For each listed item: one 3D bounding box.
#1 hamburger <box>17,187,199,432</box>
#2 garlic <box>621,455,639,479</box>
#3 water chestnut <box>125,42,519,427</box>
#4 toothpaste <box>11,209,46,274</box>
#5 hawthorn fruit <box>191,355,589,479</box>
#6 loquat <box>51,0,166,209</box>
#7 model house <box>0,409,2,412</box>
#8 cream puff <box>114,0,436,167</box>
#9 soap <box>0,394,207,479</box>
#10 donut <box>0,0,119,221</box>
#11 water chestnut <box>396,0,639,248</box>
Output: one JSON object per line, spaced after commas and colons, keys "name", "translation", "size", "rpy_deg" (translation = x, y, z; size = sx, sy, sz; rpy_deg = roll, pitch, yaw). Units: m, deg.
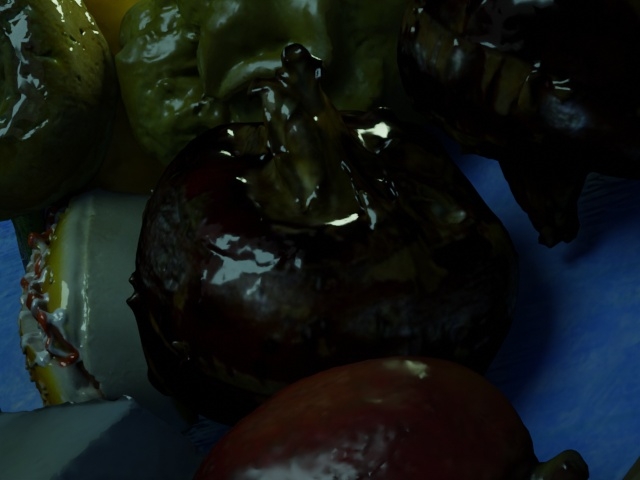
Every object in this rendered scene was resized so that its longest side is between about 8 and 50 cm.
{"name": "hamburger", "translation": [-0.197, 0.077, 1.884], "size": [0.151, 0.227, 0.295], "rpy_deg": [-12, 25, 1]}
{"name": "garlic", "translation": [0.248, 0.194, 1.347], "size": [0.318, 0.112, 0.143], "rpy_deg": [-65, 11, -21]}
{"name": "water chestnut", "translation": [0.000, 0.000, 1.645], "size": [0.335, 0.335, 0.347], "rpy_deg": [-123, 33, -57]}
{"name": "toothpaste", "translation": [-0.275, 0.043, 2.024], "size": [0.047, 0.248, 0.078], "rpy_deg": [-29, 30, -32]}
{"name": "hawthorn fruit", "translation": [0.054, 0.207, 1.427], "size": [0.307, 0.265, 0.265], "rpy_deg": [-32, 36, 25]}
{"name": "loquat", "translation": [-0.242, -0.162, 2.110], "size": [0.328, 0.328, 0.328], "rpy_deg": [-31, 37, 26]}
{"name": "model house", "translation": [-0.390, 0.273, 1.892], "size": [0.339, 0.297, 0.360], "rpy_deg": [-39, 33, 1]}
{"name": "cream puff", "translation": [-0.033, -0.152, 1.856], "size": [0.269, 0.323, 0.274], "rpy_deg": [-65, 6, -8]}
{"name": "soap", "translation": [-0.215, 0.354, 1.519], "size": [0.213, 0.350, 0.435], "rpy_deg": [-13, 44, 43]}
{"name": "donut", "translation": [-0.308, -0.157, 1.894], "size": [0.208, 0.128, 0.261], "rpy_deg": [-32, 76, 11]}
{"name": "water chestnut", "translation": [0.197, -0.136, 1.632], "size": [0.300, 0.300, 0.300], "rpy_deg": [-31, 37, 26]}
